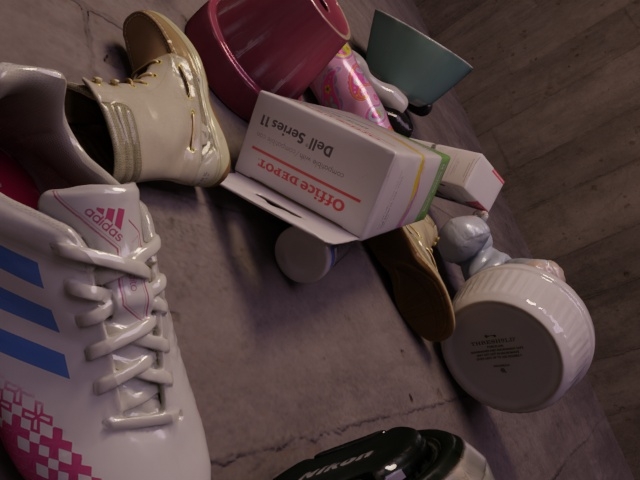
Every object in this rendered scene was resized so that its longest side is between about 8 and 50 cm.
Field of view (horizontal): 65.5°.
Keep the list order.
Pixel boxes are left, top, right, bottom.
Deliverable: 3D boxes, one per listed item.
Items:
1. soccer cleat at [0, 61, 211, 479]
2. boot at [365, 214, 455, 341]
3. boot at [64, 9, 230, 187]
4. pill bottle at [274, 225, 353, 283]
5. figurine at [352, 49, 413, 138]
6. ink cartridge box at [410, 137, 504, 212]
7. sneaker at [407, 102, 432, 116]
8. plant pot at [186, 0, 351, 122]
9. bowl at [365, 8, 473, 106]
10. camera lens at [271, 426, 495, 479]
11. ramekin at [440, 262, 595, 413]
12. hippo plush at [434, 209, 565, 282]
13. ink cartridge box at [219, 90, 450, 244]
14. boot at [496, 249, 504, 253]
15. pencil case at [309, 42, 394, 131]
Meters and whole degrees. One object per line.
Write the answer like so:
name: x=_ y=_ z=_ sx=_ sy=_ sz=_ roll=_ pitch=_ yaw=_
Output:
soccer cleat: x=-0.148 y=0.047 z=0.317 sx=0.331 sy=0.143 sz=0.116 roll=61 pitch=28 yaw=-3
boot: x=0.190 y=0.045 z=0.951 sx=0.262 sy=0.095 sz=0.203 roll=59 pitch=26 yaw=3
boot: x=-0.190 y=-0.151 z=0.501 sx=0.165 sy=0.077 sz=0.213 roll=-15 pitch=81 yaw=-60
pill bottle: x=0.000 y=0.000 z=0.682 sx=0.078 sy=0.078 sz=0.137 roll=60 pitch=28 yaw=-4
figurine: x=0.127 y=-0.356 z=1.220 sx=0.209 sy=0.092 sz=0.215 roll=40 pitch=34 yaw=-29
ink cartridge box: x=0.303 y=-0.160 z=1.198 sx=0.217 sy=0.092 sz=0.158 roll=27 pitch=0 yaw=43
sneaker: x=0.254 y=-0.485 z=1.563 sx=0.229 sy=0.086 sz=0.132 roll=56 pitch=31 yaw=11
plant pot: x=-0.064 y=-0.300 z=0.737 sx=0.201 sy=0.180 sz=0.201 roll=39 pitch=35 yaw=-35
bowl: x=0.246 y=-0.489 z=1.386 sx=0.311 sy=0.163 sz=0.311 roll=27 pitch=23 yaw=-12
camera lens: x=0.062 y=0.299 z=0.363 sx=0.219 sy=0.219 sz=0.274 roll=-4 pitch=68 yaw=-60
ramekin: x=0.348 y=0.189 z=0.918 sx=0.127 sy=0.272 sz=0.273 roll=-23 pitch=85 yaw=-50
hippo plush: x=0.389 y=0.038 z=1.125 sx=0.294 sy=0.234 sz=0.237 roll=9 pitch=55 yaw=-62
ink cartridge box: x=0.031 y=-0.106 z=0.690 sx=0.207 sy=0.119 sz=0.353 roll=29 pitch=20 yaw=20
boot: x=0.512 y=0.179 z=1.376 sx=0.222 sy=0.118 sz=0.338 roll=-3 pitch=57 yaw=-57
pencil case: x=0.051 y=-0.268 z=0.973 sx=0.124 sy=0.124 sz=0.284 roll=-20 pitch=83 yaw=-62
